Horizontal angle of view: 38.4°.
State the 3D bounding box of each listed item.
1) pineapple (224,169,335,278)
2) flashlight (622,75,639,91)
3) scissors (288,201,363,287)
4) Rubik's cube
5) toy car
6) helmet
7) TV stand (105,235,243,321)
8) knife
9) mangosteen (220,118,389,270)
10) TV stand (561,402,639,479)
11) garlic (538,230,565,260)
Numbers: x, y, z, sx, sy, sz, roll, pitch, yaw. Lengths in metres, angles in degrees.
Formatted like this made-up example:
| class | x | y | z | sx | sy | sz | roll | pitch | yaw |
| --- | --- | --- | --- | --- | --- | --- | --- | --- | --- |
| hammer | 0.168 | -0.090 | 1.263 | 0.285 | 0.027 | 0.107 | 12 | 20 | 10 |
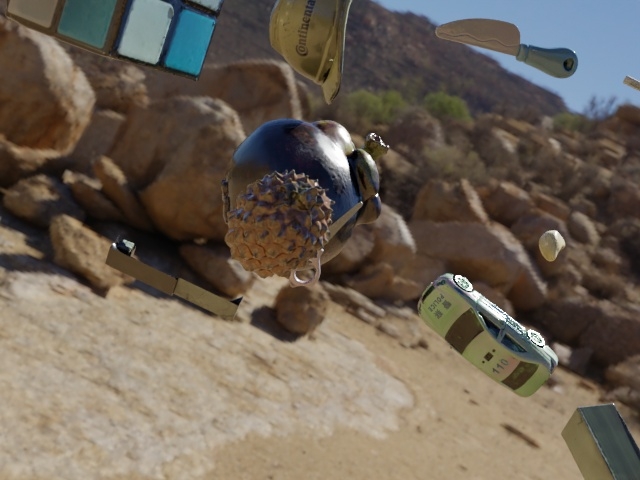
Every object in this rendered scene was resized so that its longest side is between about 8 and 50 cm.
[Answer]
| class | x | y | z | sx | sy | sz | roll | pitch | yaw |
| --- | --- | --- | --- | --- | --- | --- | --- | --- | --- |
| pineapple | -0.053 | -0.032 | 1.389 | 0.166 | 0.166 | 0.193 | 27 | -35 | -16 |
| flashlight | 0.658 | -0.313 | 1.881 | 0.018 | 0.018 | 0.083 | 7 | 25 | -42 |
| scissors | 0.000 | 0.000 | 1.509 | 0.100 | 0.189 | 0.015 | 42 | 14 | -19 |
| Rubik's cube | -0.234 | -0.303 | 1.088 | 0.180 | 0.167 | 0.183 | 24 | 12 | 23 |
| toy car | 0.245 | 0.146 | 1.379 | 0.224 | 0.090 | 0.076 | 37 | 30 | 3 |
| helmet | -0.027 | -0.392 | 1.713 | 0.137 | 0.257 | 0.204 | 8 | -1 | -11 |
| TV stand | -0.267 | 0.071 | 1.687 | 0.256 | 0.049 | 0.040 | 25 | 41 | 0 |
| knife | 0.301 | -0.315 | 1.462 | 0.244 | 0.058 | 0.032 | 16 | 17 | -13 |
| mangosteen | -0.036 | -0.082 | 1.753 | 0.313 | 0.297 | 0.297 | 11 | 12 | -32 |
| TV stand | 0.515 | 0.418 | 1.573 | 0.083 | 0.088 | 0.269 | -2 | 47 | -17 |
| garlic | 0.463 | 0.007 | 1.833 | 0.083 | 0.041 | 0.053 | -26 | 82 | -54 |
